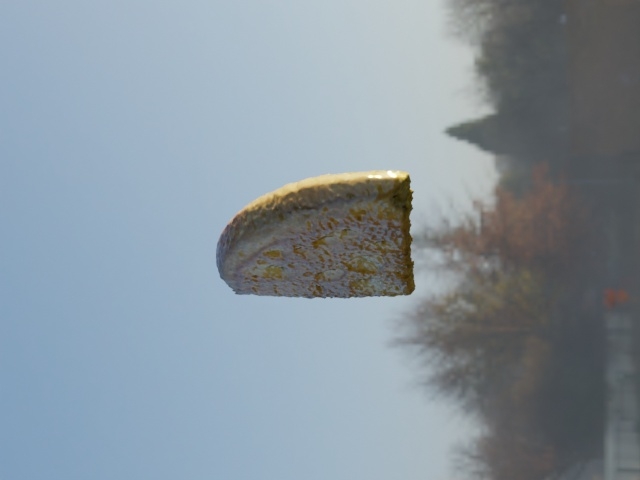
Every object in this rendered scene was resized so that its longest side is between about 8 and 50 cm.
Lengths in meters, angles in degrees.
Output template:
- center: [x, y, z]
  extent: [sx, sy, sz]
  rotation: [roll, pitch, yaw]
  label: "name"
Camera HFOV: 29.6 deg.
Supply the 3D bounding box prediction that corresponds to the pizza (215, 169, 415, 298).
- center: [-0.014, -0.013, 1.463]
  extent: [0.268, 0.258, 0.087]
  rotation: [81, -171, -65]
  label: "pizza"
